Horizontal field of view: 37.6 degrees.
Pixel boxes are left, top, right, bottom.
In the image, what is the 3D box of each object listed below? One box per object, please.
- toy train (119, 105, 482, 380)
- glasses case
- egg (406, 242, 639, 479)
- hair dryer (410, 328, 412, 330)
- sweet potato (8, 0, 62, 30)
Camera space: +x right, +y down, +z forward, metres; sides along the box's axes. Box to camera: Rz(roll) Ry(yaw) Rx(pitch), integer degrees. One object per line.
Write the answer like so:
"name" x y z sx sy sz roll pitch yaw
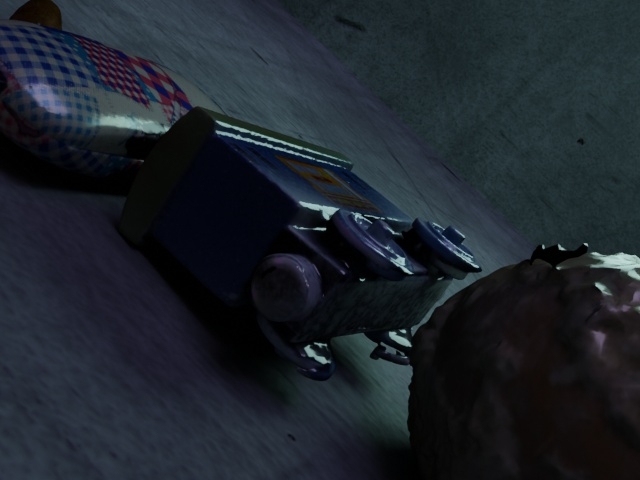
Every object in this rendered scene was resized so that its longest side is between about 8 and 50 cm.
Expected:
"toy train" 0.000 0.000 0.747 0.202 0.131 0.299 41 13 21
"glasses case" -0.158 -0.102 0.752 0.125 0.076 0.327 45 14 16
"egg" 0.202 0.140 0.670 0.279 0.279 0.310 33 4 -34
"hair dryer" 0.060 0.050 0.984 0.114 0.037 0.063 53 18 10
"sweet potato" -0.240 -0.167 0.781 0.049 0.049 0.117 36 20 -24
